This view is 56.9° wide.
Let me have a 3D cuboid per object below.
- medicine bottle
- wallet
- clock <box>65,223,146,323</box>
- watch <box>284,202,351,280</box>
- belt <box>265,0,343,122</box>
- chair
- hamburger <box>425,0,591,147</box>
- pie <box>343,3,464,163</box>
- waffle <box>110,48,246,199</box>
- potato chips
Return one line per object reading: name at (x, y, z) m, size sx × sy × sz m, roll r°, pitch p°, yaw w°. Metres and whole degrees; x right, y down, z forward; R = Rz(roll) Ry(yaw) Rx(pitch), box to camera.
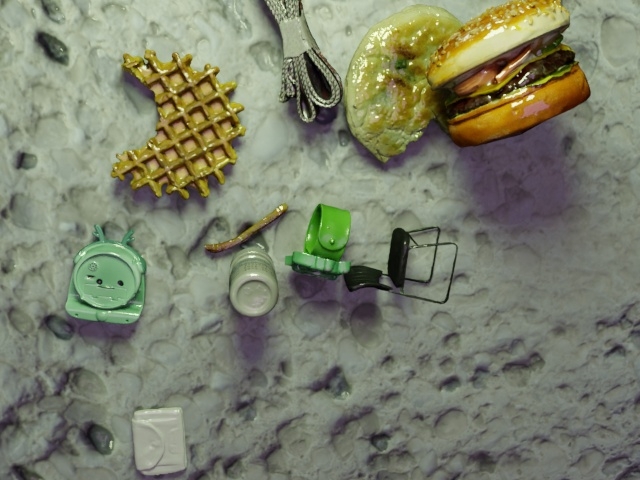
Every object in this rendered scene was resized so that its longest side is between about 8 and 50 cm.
medicine bottle at (-0.145, 0.087, 1.267) m, size 0.105 × 0.168 × 0.105 m, roll -2°, pitch 108°, yaw -7°
wallet at (-0.390, 0.489, 1.431) m, size 0.124 × 0.032 × 0.183 m, roll -2°, pitch 107°, yaw -10°
clock at (-0.458, 0.072, 1.272) m, size 0.159 × 0.066 × 0.211 m, roll 7°, pitch 105°, yaw -11°
watch at (0.000, 0.000, 1.292) m, size 0.131 × 0.165 × 0.152 m, roll 12°, pitch 81°, yaw -11°
belt at (-0.052, -0.415, 1.157) m, size 0.126 × 0.094 × 0.360 m, roll -13°, pitch 108°, yaw 13°
chair at (0.171, 0.046, 1.321) m, size 0.221 × 0.140 × 0.145 m, roll 4°, pitch 106°, yaw -6°
hamburger at (0.341, -0.313, 1.092) m, size 0.290 × 0.291 × 0.225 m, roll -24°, pitch 96°, yaw 0°
pie at (0.199, -0.326, 1.237) m, size 0.337 × 0.075 × 0.338 m, roll -3°, pitch 106°, yaw -11°
waffle at (-0.285, -0.229, 1.204) m, size 0.259 × 0.069 × 0.293 m, roll 10°, pitch 103°, yaw -14°
potato chips at (-0.160, -0.022, 1.307) m, size 0.204 × 0.026 × 0.037 m, roll -29°, pitch 96°, yaw 2°
